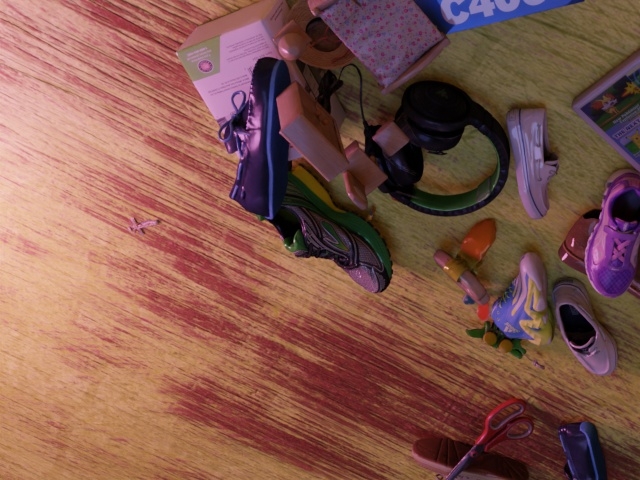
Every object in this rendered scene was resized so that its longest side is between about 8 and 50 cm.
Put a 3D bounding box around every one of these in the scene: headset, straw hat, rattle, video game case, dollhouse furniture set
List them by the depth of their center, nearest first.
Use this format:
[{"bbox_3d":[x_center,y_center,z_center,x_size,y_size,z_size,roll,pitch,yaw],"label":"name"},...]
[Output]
[{"bbox_3d":[0.110,-0.262,1.526,0.355,0.174,0.303,-39,116,15],"label":"dollhouse furniture set"},{"bbox_3d":[0.649,-0.228,1.642,0.300,0.036,0.329,39,131,-14],"label":"video game case"},{"bbox_3d":[0.006,-0.361,1.734,0.144,0.145,0.061,23,174,0],"label":"straw hat"},{"bbox_3d":[0.159,-0.174,1.756,0.394,0.185,0.243,34,131,-15],"label":"headset"},{"bbox_3d":[0.329,0.060,1.996,0.199,0.143,0.130,42,164,-35],"label":"rattle"}]

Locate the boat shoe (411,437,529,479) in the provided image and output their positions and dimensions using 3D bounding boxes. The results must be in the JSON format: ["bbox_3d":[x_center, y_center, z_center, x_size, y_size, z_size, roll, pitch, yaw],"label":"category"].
[{"bbox_3d":[0.351,0.555,2.341,0.285,0.104,0.089,17,121,5],"label":"boat shoe"}]

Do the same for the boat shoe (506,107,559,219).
[{"bbox_3d":[0.397,-0.137,1.772,0.075,0.083,0.226,-6,125,25],"label":"boat shoe"}]

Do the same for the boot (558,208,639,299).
[{"bbox_3d":[0.613,0.039,1.836,0.305,0.112,0.115,22,121,3],"label":"boot"}]

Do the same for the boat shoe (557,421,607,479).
[{"bbox_3d":[0.605,0.520,2.249,0.089,0.109,0.258,-2,111,30],"label":"boat shoe"}]

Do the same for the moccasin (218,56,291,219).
[{"bbox_3d":[-0.124,-0.173,1.735,0.116,0.138,0.342,16,131,11],"label":"moccasin"}]

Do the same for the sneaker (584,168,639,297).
[{"bbox_3d":[0.537,-0.009,1.752,0.095,0.104,0.236,10,100,7],"label":"sneaker"}]

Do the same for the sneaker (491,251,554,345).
[{"bbox_3d":[0.401,0.125,1.984,0.126,0.091,0.240,-2,128,22],"label":"sneaker"}]

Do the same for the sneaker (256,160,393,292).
[{"bbox_3d":[0.000,0.000,1.971,0.343,0.146,0.134,39,145,-13],"label":"sneaker"}]

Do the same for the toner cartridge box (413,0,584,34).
[{"bbox_3d":[0.236,-0.430,1.569,0.347,0.075,0.165,-10,119,20],"label":"toner cartridge box"}]

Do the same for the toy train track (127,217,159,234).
[{"bbox_3d":[-0.399,-0.032,2.183,0.083,0.014,0.048,-13,123,27],"label":"toy train track"}]

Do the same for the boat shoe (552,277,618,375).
[{"bbox_3d":[0.536,0.197,1.999,0.095,0.084,0.258,-20,119,31],"label":"boat shoe"}]

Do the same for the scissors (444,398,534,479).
[{"bbox_3d":[0.360,0.472,2.251,0.297,0.021,0.109,-36,112,11],"label":"scissors"}]

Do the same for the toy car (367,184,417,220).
[{"bbox_3d":[0.142,-0.070,1.945,0.060,0.040,0.122,30,131,-6],"label":"toy car"}]

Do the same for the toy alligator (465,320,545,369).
[{"bbox_3d":[0.404,0.216,2.087,0.189,0.056,0.051,24,91,-1],"label":"toy alligator"}]

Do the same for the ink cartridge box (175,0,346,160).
[{"bbox_3d":[-0.105,-0.286,1.803,0.198,0.115,0.273,-13,123,28],"label":"ink cartridge box"}]
